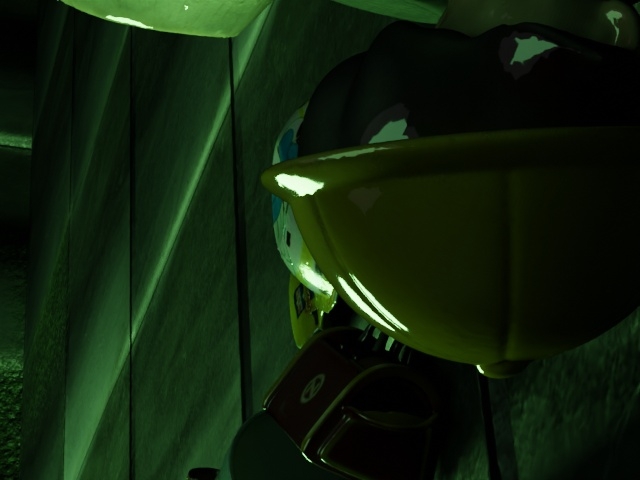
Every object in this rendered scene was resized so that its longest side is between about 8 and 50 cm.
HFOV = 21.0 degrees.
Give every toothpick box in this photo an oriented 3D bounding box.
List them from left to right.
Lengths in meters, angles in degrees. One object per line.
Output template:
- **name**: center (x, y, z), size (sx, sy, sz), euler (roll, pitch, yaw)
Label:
- **toothpick box**: center (-0.033, 0.188, 1.152), size (0.153, 0.101, 0.101), euler (116, 155, -51)

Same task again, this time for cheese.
- **cheese**: center (0.000, 0.000, 1.182), size (0.157, 0.064, 0.250), euler (-99, 9, -45)

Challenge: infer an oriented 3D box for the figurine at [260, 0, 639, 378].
- **figurine**: center (0.091, -0.072, 0.711), size (0.257, 0.167, 0.192), euler (-64, -1, -11)

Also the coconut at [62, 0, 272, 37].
- **coconut**: center (-0.128, -0.306, 1.455), size (0.245, 0.245, 0.247), euler (-134, 53, -70)

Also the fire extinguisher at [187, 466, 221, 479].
- **fire extinguisher**: center (-0.107, 0.264, 1.502), size (0.056, 0.039, 0.132), euler (-24, -56, -70)

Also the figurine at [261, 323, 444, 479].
- **figurine**: center (0.034, 0.091, 1.030), size (0.098, 0.082, 0.154), euler (-64, 17, 0)

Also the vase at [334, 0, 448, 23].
- **vase**: center (0.059, -0.253, 0.970), size (0.128, 0.128, 0.248), euler (-165, 90, -74)
